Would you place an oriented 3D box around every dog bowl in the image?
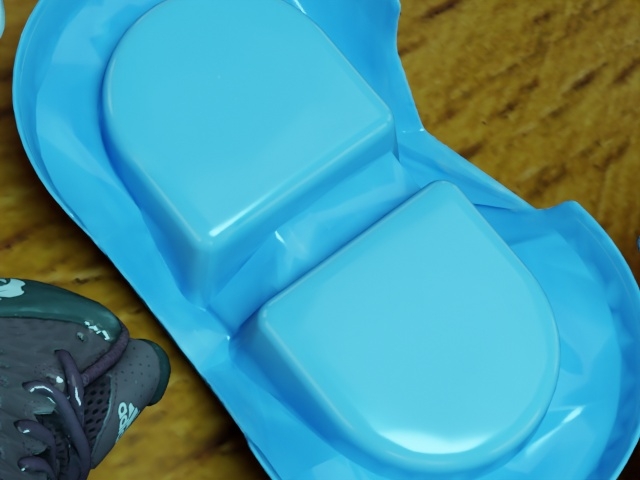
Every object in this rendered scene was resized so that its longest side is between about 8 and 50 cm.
[{"bbox_3d":[0.000,0.000,0.550,0.166,0.074,0.297,-36,77,-17],"label":"dog bowl"}]

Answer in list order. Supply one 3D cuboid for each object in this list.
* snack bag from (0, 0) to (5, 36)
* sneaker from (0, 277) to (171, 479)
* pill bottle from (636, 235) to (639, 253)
[{"bbox_3d":[-0.295,-0.221,0.544,0.343,0.037,0.323,3,68,-18],"label":"snack bag"},{"bbox_3d":[-0.087,0.079,0.417,0.163,0.106,0.281,-15,40,-44],"label":"sneaker"},{"bbox_3d":[0.246,0.117,0.508,0.176,0.176,0.318,-21,85,-37],"label":"pill bottle"}]
